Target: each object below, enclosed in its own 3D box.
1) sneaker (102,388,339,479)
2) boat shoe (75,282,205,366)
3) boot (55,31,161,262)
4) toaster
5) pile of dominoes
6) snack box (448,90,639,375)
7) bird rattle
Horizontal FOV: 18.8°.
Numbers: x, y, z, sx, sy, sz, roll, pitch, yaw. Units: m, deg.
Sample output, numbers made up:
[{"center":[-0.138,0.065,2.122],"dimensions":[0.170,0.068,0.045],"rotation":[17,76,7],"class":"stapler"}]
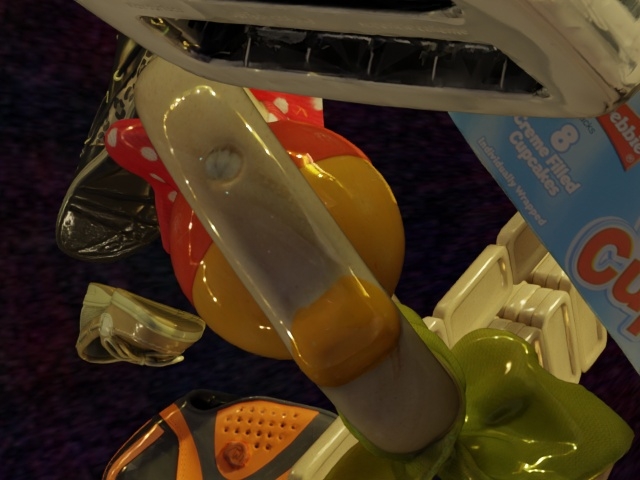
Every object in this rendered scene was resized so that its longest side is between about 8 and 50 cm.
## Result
[{"center":[0.002,0.224,1.364],"dimensions":[0.321,0.124,0.180],"rotation":[39,81,0],"class":"sneaker"},{"center":[-0.110,0.056,1.130],"dimensions":[0.056,0.153,0.048],"rotation":[22,85,-24],"class":"boat shoe"},{"center":[-0.141,-0.113,1.536],"dimensions":[0.085,0.178,0.236],"rotation":[18,127,-22],"class":"boot"},{"center":[0.017,-0.116,0.450],"dimensions":[0.227,0.129,0.146],"rotation":[10,75,37],"class":"toaster"},{"center":[0.062,0.103,0.915],"dimensions":[0.040,0.251,0.196],"rotation":[13,131,33],"class":"pile of dominoes"},{"center":[0.181,0.067,0.632],"dimensions":[0.060,0.187,0.322],"rotation":[-39,78,18],"class":"snack box"},{"center":[0.000,0.000,0.698],"dimensions":[0.143,0.207,0.253],"rotation":[-26,66,3],"class":"bird rattle"}]
